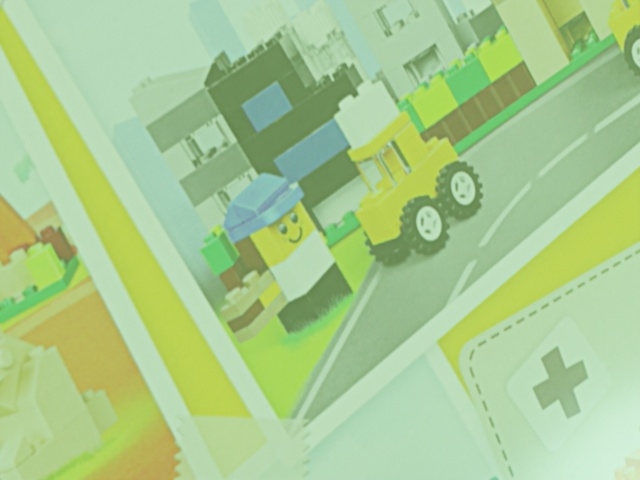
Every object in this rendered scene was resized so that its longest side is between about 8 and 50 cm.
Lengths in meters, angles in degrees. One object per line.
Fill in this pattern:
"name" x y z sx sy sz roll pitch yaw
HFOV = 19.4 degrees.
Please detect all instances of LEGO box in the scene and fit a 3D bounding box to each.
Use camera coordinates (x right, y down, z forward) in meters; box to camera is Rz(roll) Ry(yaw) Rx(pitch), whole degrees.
"LEGO box" -0.082 0.053 0.447 0.500 0.193 0.372 -35 104 -30
